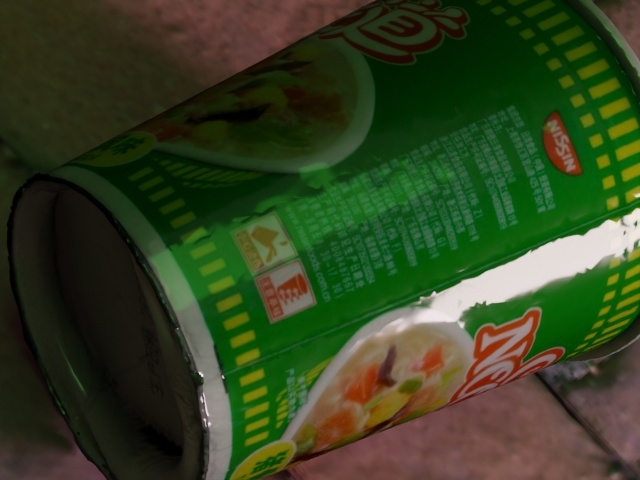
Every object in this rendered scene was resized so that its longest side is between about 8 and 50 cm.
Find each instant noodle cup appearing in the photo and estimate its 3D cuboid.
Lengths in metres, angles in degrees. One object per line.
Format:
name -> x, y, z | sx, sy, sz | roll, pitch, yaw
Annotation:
instant noodle cup -> 0.000, 0.000, 0.662 | 0.233, 0.207, 0.207 | -24, 69, -31
